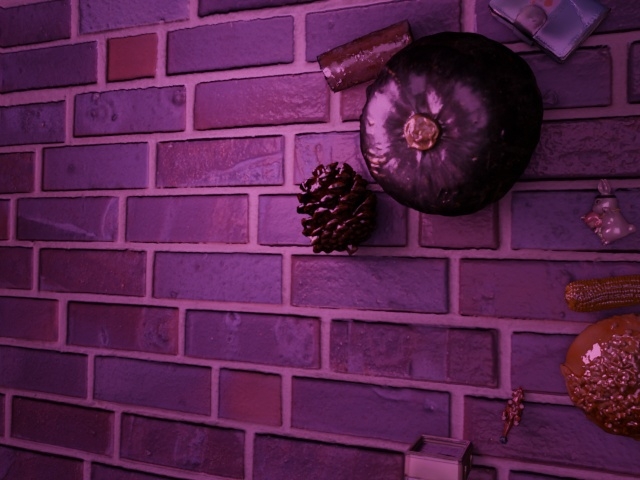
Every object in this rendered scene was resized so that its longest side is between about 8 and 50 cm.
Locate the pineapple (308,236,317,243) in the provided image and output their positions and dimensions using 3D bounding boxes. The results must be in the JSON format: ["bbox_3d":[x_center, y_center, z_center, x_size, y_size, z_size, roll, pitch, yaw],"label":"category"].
[{"bbox_3d":[0.000,0.000,1.760,0.083,0.019,0.045,9,89,19],"label":"pineapple"}]

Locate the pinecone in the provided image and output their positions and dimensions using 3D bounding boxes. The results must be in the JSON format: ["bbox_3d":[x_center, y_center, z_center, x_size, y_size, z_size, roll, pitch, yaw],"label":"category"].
[{"bbox_3d":[0.046,-0.088,1.642,0.224,0.224,0.273,-22,68,20],"label":"pinecone"}]

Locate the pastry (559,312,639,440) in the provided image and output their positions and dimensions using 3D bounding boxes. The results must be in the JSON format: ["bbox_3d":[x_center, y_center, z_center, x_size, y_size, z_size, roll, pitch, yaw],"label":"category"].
[{"bbox_3d":[0.721,0.311,1.372,0.315,0.184,0.285,-17,81,21],"label":"pastry"}]

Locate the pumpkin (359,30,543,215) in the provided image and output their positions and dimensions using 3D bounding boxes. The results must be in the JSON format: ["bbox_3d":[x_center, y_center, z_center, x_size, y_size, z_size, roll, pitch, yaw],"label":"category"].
[{"bbox_3d":[0.312,-0.282,1.471,0.454,0.344,0.455,8,105,30],"label":"pumpkin"}]

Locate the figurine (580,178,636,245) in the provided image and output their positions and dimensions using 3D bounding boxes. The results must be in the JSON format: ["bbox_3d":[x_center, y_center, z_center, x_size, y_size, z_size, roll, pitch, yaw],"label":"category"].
[{"bbox_3d":[0.681,-0.065,1.454,0.098,0.081,0.146,-30,78,19],"label":"figurine"}]

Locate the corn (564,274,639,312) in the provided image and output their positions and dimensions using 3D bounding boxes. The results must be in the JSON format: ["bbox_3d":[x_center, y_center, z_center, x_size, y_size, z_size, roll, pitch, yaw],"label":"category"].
[{"bbox_3d":[0.708,0.126,1.442,0.230,0.080,0.080,-8,85,19],"label":"corn"}]

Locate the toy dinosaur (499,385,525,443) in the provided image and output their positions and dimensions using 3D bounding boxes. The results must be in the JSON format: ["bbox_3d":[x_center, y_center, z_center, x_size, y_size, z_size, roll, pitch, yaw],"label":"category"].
[{"bbox_3d":[0.487,0.445,1.530,0.049,0.055,0.154,20,88,18],"label":"toy dinosaur"}]

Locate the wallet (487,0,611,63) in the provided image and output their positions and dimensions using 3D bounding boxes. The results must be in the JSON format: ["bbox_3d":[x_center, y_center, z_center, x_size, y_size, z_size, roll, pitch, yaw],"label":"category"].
[{"bbox_3d":[0.569,-0.583,1.518,0.250,0.075,0.176,45,106,15],"label":"wallet"}]

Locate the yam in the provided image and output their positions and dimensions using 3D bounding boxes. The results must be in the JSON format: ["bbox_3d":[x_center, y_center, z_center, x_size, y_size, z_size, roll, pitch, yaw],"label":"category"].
[{"bbox_3d":[0.130,-0.505,1.670,0.279,0.131,0.131,-16,83,20],"label":"yam"}]

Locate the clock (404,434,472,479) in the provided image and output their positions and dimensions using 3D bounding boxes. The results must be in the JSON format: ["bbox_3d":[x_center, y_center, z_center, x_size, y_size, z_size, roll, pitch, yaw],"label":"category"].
[{"bbox_3d":[0.305,0.557,1.528,0.146,0.192,0.071,1,87,22],"label":"clock"}]
